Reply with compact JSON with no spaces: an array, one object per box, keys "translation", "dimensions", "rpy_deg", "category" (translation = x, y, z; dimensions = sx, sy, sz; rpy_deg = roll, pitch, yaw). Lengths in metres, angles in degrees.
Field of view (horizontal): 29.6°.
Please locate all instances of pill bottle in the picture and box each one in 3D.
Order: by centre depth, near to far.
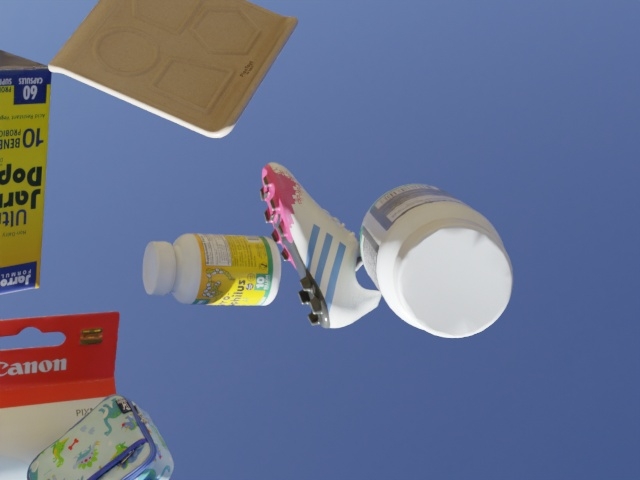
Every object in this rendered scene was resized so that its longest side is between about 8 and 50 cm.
[{"translation":[0.180,0.029,1.922],"dimensions":[0.204,0.204,0.361],"rpy_deg":[-25,-169,0],"category":"pill bottle"},{"translation":[-0.180,0.048,1.988],"dimensions":[0.208,0.117,0.117],"rpy_deg":[3,-162,-25],"category":"pill bottle"}]

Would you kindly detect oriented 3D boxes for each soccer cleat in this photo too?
[{"translation":[0.000,0.000,2.155],"dimensions":[0.143,0.116,0.331],"rpy_deg":[-18,-110,-14],"category":"soccer cleat"}]

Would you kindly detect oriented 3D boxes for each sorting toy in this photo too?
[{"translation":[-0.152,-0.203,1.275],"dimensions":[0.208,0.038,0.193],"rpy_deg":[21,-127,9],"category":"sorting toy"}]

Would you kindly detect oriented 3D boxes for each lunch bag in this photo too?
[{"translation":[-0.351,0.367,1.933],"dimensions":[0.219,0.090,0.176],"rpy_deg":[-37,-134,0],"category":"lunch bag"}]

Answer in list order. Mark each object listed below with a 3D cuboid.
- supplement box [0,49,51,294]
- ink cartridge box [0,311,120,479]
[{"translation":[-0.551,-0.105,1.842],"dimensions":[0.195,0.356,0.194],"rpy_deg":[22,-157,40],"category":"supplement box"},{"translation":[-0.482,0.316,2.018],"dimensions":[0.308,0.385,0.091],"rpy_deg":[-3,-154,-25],"category":"ink cartridge box"}]
